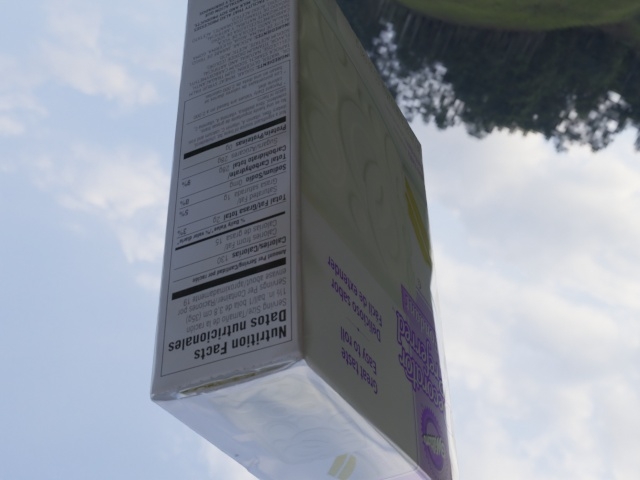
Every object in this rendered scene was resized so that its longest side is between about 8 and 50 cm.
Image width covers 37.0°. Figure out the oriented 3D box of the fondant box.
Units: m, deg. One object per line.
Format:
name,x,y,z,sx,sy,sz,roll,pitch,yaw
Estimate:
fondant box,0.000,0.000,0.646,0.096,0.238,0.330,-16,-129,20
